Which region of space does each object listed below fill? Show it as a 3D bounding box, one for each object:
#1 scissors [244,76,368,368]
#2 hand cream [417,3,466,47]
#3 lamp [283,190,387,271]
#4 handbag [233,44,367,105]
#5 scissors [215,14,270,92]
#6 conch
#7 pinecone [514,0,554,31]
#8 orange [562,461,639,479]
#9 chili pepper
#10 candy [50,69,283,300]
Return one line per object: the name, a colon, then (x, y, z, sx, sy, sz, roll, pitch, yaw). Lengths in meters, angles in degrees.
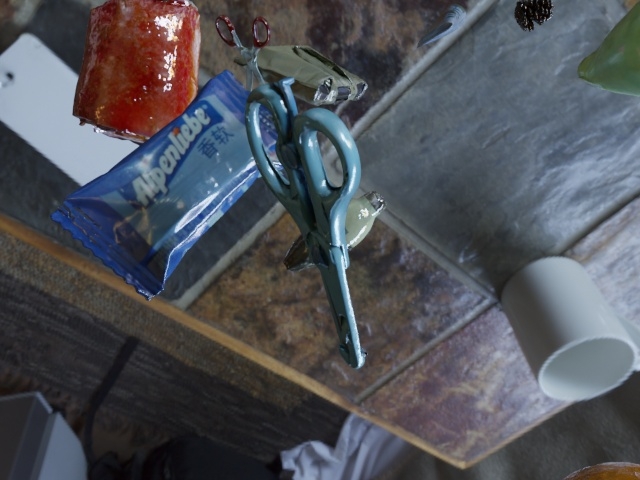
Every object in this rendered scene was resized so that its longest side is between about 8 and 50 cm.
scissors: (-0.001, 0.000, 0.748, 0.032, 0.180, 0.393, -31, 124, -28)
hand cream: (0.296, -0.509, 1.483, 0.091, 0.271, 0.058, -22, 108, 33)
lamp: (0.030, -0.017, 1.306, 0.250, 0.101, 0.101, -38, 123, 5)
handbag: (-0.037, -0.444, 1.666, 0.253, 0.316, 0.109, 32, 118, 19)
scissors: (-0.169, -0.432, 1.547, 0.144, 0.017, 0.248, 11, 137, 22)
conch: (0.441, -0.235, 0.815, 0.143, 0.250, 0.137, -26, 83, 10)
pinecone: (0.469, -0.504, 1.388, 0.083, 0.077, 0.077, -22, 126, 14)
orange: (0.272, 0.302, 0.526, 0.219, 0.219, 0.193, 17, 120, -18)
chili pepper: (-0.388, -0.357, 1.354, 0.251, 0.229, 0.305, 6, 88, -18)
candy: (-0.186, -0.085, 0.883, 0.187, 0.077, 0.331, 43, 71, 1)
